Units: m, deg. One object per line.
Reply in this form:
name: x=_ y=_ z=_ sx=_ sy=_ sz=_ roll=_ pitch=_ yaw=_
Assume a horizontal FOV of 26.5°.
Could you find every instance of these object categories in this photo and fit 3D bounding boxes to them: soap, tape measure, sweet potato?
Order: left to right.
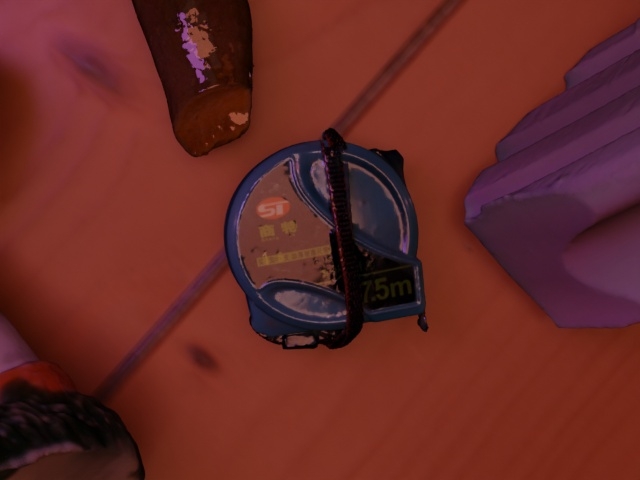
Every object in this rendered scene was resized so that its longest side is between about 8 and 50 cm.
sweet potato: x=-0.091 y=-0.177 z=0.882 sx=0.077 sy=0.077 sz=0.243 roll=-16 pitch=83 yaw=-2
tape measure: x=0.000 y=0.000 z=0.892 sx=0.125 sy=0.081 sz=0.146 roll=-8 pitch=92 yaw=-6
soap: x=0.242 y=-0.071 z=0.802 sx=0.115 sy=0.347 sz=0.208 roll=44 pitch=53 yaw=-12

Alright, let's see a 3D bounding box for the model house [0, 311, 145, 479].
model house: x=-0.296 y=0.115 z=0.848 sx=0.301 sy=0.190 sz=0.271 roll=49 pitch=118 yaw=20
